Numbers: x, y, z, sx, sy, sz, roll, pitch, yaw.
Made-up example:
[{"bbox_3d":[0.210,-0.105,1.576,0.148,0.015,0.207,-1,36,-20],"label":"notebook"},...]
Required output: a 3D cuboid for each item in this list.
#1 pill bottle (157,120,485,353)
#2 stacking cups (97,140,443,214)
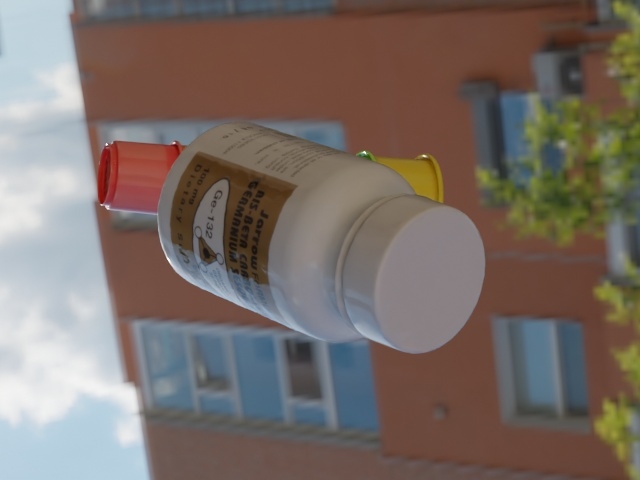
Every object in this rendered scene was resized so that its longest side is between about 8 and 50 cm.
[{"bbox_3d":[0.000,0.000,1.257,0.131,0.131,0.229,-19,-154,-36],"label":"pill bottle"},{"bbox_3d":[-0.045,-0.048,1.654,0.316,0.096,0.096,5,-169,-21],"label":"stacking cups"}]
